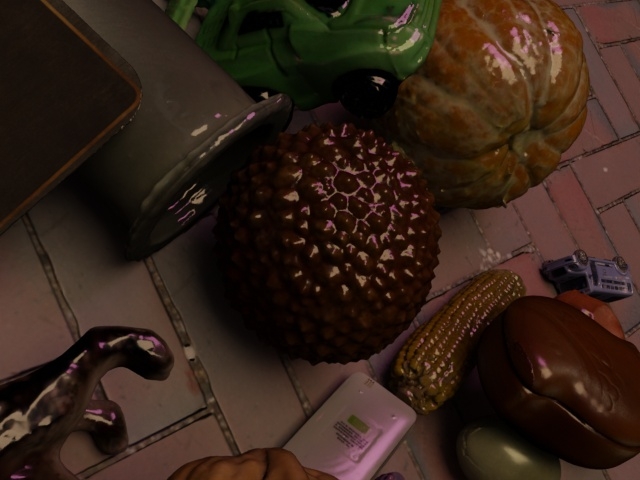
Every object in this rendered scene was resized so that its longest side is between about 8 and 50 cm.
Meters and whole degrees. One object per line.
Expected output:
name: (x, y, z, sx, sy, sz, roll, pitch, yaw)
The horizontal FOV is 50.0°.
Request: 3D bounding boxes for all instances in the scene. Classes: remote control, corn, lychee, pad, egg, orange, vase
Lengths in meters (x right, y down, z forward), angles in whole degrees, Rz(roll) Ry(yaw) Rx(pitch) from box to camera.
remote control: (0.008, 0.256, 0.783, 0.103, 0.034, 0.250, 34, 48, 18)
corn: (0.197, 0.128, 0.958, 0.320, 0.097, 0.097, -34, 90, -42)
lychee: (0.000, 0.000, 0.765, 0.268, 0.267, 0.267, 14, 62, -29)
pad: (-0.383, -0.116, 0.575, 0.315, 0.063, 0.375, 42, 78, 7)
egg: (0.246, 0.287, 0.901, 0.152, 0.114, 0.114, 34, 54, -19)
orange: (0.229, -0.194, 0.978, 0.329, 0.329, 0.249, 8, 35, -31)
vase: (-0.214, -0.158, 0.739, 0.291, 0.245, 0.245, 45, 51, 2)

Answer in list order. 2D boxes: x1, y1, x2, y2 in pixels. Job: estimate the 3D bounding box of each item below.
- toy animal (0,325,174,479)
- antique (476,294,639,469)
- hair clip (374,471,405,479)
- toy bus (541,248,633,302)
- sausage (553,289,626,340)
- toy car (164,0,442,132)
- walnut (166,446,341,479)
toy animal: (-0.241, 0.272, 0.537, 0.303, 0.194, 0.344, -10, 73, -43)
antique: (0.314, 0.181, 0.875, 0.278, 0.129, 0.223, 11, 39, -36)
hair clip: (0.124, 0.360, 0.804, 0.278, 0.090, 0.137, 44, 46, -10)
toy bus: (0.461, 0.065, 1.176, 0.167, 0.073, 0.076, 7, 67, -32)
sausage: (0.408, 0.203, 1.044, 0.133, 0.133, 0.258, -2, 67, -35)
toy car: (-0.036, -0.263, 0.863, 0.176, 0.359, 0.213, 47, 50, -43)
walnut: (-0.046, 0.258, 0.464, 0.198, 0.198, 0.244, 23, 43, -24)
